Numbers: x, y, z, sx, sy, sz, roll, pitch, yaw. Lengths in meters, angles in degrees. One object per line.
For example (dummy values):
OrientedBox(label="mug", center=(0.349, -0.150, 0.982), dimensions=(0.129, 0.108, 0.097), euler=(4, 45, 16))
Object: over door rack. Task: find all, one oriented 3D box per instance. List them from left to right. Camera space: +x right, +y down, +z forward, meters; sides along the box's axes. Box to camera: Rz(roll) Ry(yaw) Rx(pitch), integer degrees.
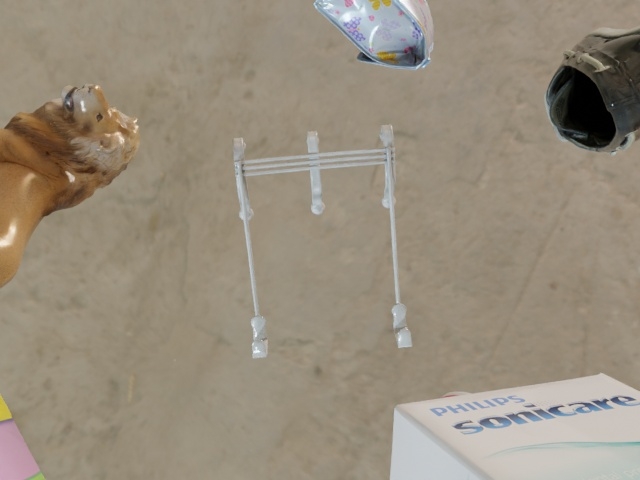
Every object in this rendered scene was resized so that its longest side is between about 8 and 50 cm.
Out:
OrientedBox(label="over door rack", center=(0.000, 0.000, 1.272), dimensions=(0.240, 0.108, 0.324), euler=(-5, 99, 1))

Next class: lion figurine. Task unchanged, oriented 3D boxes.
OrientedBox(label="lion figurine", center=(-0.389, -0.040, 1.031), dimensions=(0.240, 0.142, 0.392), euler=(19, 58, -2))

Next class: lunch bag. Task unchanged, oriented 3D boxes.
OrientedBox(label="lunch bag", center=(0.042, -0.153, 0.588), dimensions=(0.083, 0.071, 0.053), euler=(41, 118, -11))

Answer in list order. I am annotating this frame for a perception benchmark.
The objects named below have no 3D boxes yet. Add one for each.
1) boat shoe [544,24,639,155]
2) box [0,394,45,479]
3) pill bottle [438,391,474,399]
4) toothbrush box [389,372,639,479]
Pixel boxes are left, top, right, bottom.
OrientedBox(label="boat shoe", center=(0.251, -0.133, 0.784), dimensions=(0.091, 0.302, 0.114), euler=(-27, 89, 2))
OrientedBox(label="box", center=(-0.269, 0.159, 0.359), dimensions=(0.243, 0.213, 0.117), euler=(-31, 83, 1))
OrientedBox(label="pill bottle", center=(0.130, 0.242, 0.919), dimensions=(0.087, 0.087, 0.160), euler=(46, 49, -1))
OrientedBox(label="toothbrush box", center=(0.139, 0.201, 0.295), dimensions=(0.126, 0.295, 0.216), euler=(-3, 103, -25))
